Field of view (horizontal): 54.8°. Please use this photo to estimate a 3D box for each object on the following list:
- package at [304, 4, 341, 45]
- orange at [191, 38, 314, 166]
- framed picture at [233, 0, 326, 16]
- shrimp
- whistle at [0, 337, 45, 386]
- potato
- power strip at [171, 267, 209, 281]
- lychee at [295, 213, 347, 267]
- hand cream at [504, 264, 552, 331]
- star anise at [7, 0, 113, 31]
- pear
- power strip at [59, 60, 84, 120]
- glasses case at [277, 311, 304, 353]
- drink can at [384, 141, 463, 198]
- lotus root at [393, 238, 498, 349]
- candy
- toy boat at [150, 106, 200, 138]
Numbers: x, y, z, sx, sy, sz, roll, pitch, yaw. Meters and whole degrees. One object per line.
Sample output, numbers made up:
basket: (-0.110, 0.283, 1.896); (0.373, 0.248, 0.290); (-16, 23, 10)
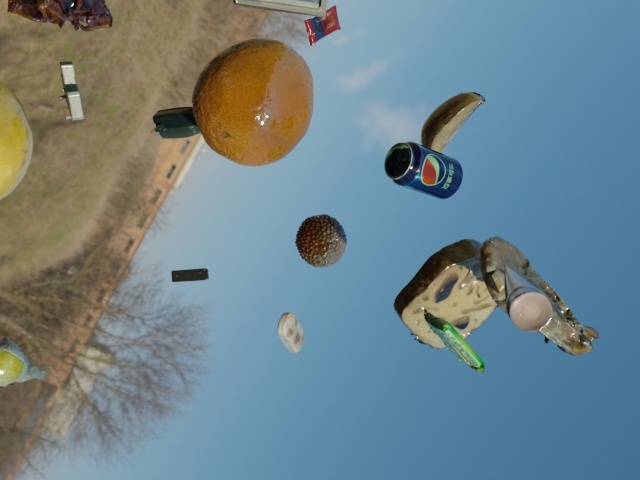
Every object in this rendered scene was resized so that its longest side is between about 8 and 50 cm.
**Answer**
package: (0.010, -0.719, 2.064); (0.022, 0.083, 0.200); (2, -147, 37)
orange: (-0.171, -0.381, 1.689); (0.322, 0.322, 0.357); (-34, -163, 54)
framed picture: (-0.067, -0.552, 1.126); (0.023, 0.188, 0.260); (25, -67, 59)
shrimp: (0.566, 0.155, 1.626); (0.110, 0.445, 0.221); (-35, -159, 38)
whistle: (-0.770, 0.306, 1.540); (0.123, 0.122, 0.223); (-64, 156, -10)
potato: (0.371, -0.370, 1.915); (0.120, 0.100, 0.261); (50, -60, 28)
power strip: (-0.392, 0.105, 1.858); (0.029, 0.111, 0.038); (98, -11, -84)
lychee: (0.000, 0.000, 1.903); (0.165, 0.165, 0.197); (-61, -153, -1)
hand cream: (0.433, 0.131, 1.317); (0.083, 0.133, 0.248); (-21, -177, 13)
star anise: (-0.566, -0.532, 1.363); (0.220, 0.190, 0.126); (-60, 162, -81)
pear: (-0.737, -0.210, 1.238); (0.314, 0.314, 0.314); (-51, -159, 28)
power strip: (-0.766, -0.467, 1.880); (0.216, 0.061, 0.145); (-133, -142, -51)
glasses case: (-0.075, 0.240, 1.597); (0.164, 0.041, 0.063); (68, 38, -54)
drink can: (0.267, -0.181, 1.595); (0.118, 0.204, 0.118); (-19, -114, 49)
lotus root: (0.414, 0.183, 1.993); (0.111, 0.374, 0.391); (-127, -147, -46)
candy: (0.316, 0.238, 1.471); (0.032, 0.178, 0.102); (-46, -162, -11)
toy boat: (-0.421, -0.371, 1.925); (0.246, 0.093, 0.103); (3, -143, 38)
